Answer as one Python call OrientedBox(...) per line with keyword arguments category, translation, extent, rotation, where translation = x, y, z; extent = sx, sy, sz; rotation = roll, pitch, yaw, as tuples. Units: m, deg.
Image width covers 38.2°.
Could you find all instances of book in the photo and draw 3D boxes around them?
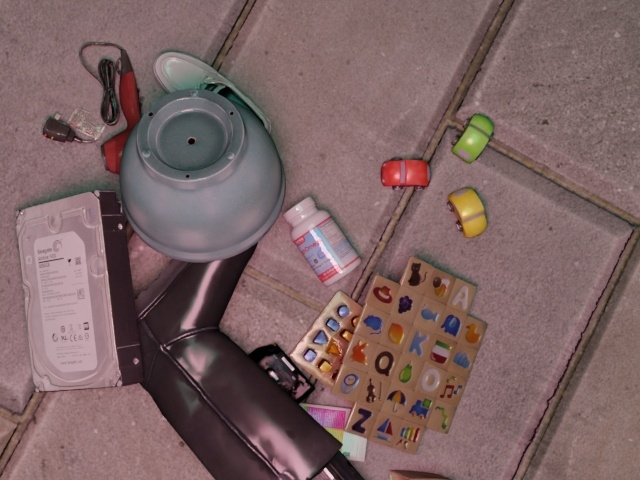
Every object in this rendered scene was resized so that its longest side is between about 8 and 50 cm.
OrientedBox(category="book", translation=(0.017, 0.362, 1.751), extent=(0.144, 0.035, 0.096), rotation=(9, 83, -5))

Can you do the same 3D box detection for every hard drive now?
OrientedBox(category="hard drive", translation=(-0.433, 0.094, 1.638), extent=(0.237, 0.064, 0.339), rotation=(-9, 86, 35))

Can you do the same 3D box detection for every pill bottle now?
OrientedBox(category="pill bottle", translation=(0.000, 0.000, 1.740), extent=(0.087, 0.087, 0.160), rotation=(-35, 90, -6))

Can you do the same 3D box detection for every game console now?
OrientedBox(category="game console", translation=(-0.059, 0.380, 1.703), extent=(0.213, 0.044, 0.361), rotation=(-41, 79, -4))

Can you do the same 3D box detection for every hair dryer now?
OrientedBox(category="hair dryer", translation=(-0.352, -0.232, 1.723), extent=(0.293, 0.080, 0.223), rotation=(28, 84, -4))

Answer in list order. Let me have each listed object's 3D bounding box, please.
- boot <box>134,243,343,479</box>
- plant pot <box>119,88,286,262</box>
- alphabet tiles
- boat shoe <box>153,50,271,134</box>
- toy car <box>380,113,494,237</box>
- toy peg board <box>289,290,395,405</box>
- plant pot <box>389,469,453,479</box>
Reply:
OrientedBox(category="boot", translation=(-0.125, 0.223, 1.636), extent=(0.367, 0.146, 0.445), rotation=(-45, 74, 6))
OrientedBox(category="plant pot", translation=(-0.207, -0.133, 1.559), extent=(0.293, 0.196, 0.293), rotation=(0, 67, 0))
OrientedBox(category="alphabet tiles", translation=(0.171, 0.216, 1.722), extent=(0.285, 0.011, 0.342), rotation=(24, 85, -29))
OrientedBox(category="boat shoe", translation=(-0.201, -0.277, 1.736), extent=(0.258, 0.084, 0.095), rotation=(31, 85, -3))
OrientedBox(category="toy car", translation=(0.264, -0.150, 1.788), extent=(0.239, 0.053, 0.225), rotation=(33, 85, -3))
OrientedBox(category="toy peg board", translation=(0.053, 0.204, 1.738), extent=(0.161, 0.079, 0.161), rotation=(37, 84, -3))
OrientedBox(category="plant pot", translation=(0.196, 0.486, 1.728), extent=(0.096, 0.109, 0.109), rotation=(-4, 87, -17))
